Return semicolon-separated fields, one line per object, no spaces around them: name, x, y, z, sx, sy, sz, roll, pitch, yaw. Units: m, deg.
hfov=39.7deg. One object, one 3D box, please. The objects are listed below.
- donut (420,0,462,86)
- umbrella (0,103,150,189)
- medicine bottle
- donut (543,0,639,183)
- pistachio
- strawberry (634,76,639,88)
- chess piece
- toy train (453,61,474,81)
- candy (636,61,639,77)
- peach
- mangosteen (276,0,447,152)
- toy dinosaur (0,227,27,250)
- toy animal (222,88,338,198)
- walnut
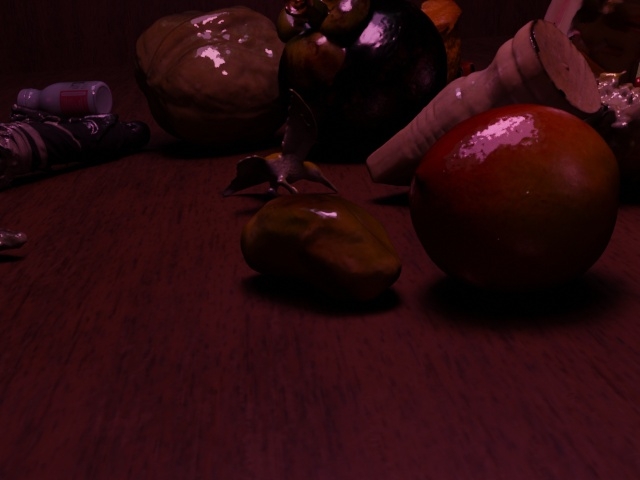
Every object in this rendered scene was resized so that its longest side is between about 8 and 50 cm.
donut;0.089;-0.368;1.887;0.435;0.163;0.377;-3;30;25
umbrella;-0.447;-0.173;1.545;0.106;0.113;0.358;36;30;23
medicine bottle;-0.608;-0.330;2.101;0.217;0.090;0.090;1;18;18
donut;0.405;-0.244;1.225;0.150;0.370;0.307;12;-15;-10
pistachio;0.003;-0.001;0.889;0.189;0.100;0.110;10;26;42
strawberry;0.494;-0.197;1.388;0.190;0.111;0.236;-1;18;3
chess piece;0.195;-0.148;1.134;0.301;0.137;0.137;-31;-2;38
toy train;0.258;-0.394;2.112;0.089;0.086;0.409;-9;18;-23
candy;0.684;-0.265;1.560;0.142;0.132;0.343;36;10;-17
peach;0.173;-0.038;0.837;0.198;0.197;0.197;-4;17;1
mangosteen;0.065;-0.306;1.498;0.297;0.313;0.297;-14;11;3
toy dinosaur;-0.475;0.023;0.980;0.294;0.077;0.162;3;8;-29
toy animal;-0.046;-0.086;1.223;0.219;0.155;0.095;-41;22;39
walnut;-0.191;-0.302;1.637;0.277;0.281;0.253;-9;-23;-31
